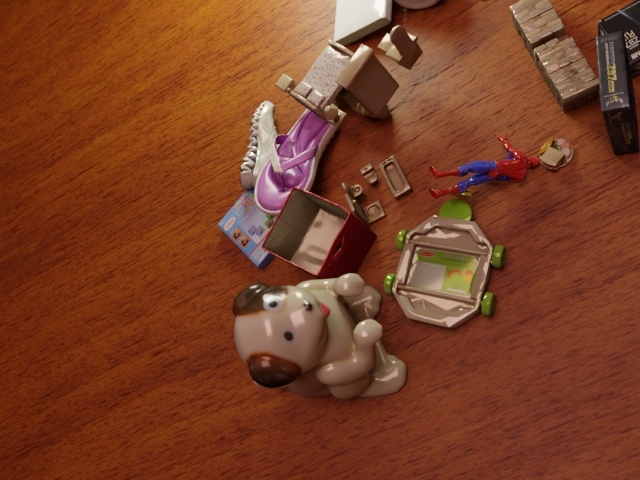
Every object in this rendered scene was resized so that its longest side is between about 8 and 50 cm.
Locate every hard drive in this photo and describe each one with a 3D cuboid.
[{"bbox_3d":[0.132,-0.758,1.843,0.203,0.040,0.308,-12,67,43],"label":"hard drive"}]

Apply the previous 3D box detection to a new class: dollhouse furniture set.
[{"bbox_3d":[0.038,-0.501,1.655,0.355,0.174,0.303,40,96,34],"label":"dollhouse furniture set"},{"bbox_3d":[0.144,-0.148,1.610,0.151,0.123,0.144,-30,62,15],"label":"dollhouse furniture set"}]

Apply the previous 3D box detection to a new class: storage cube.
[{"bbox_3d":[0.000,0.000,1.591,0.215,0.193,0.184,25,85,32],"label":"storage cube"}]

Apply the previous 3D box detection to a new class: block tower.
[{"bbox_3d":[0.582,-0.476,1.527,0.091,0.097,0.335,-25,62,17],"label":"block tower"}]

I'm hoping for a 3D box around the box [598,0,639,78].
[{"bbox_3d":[0.779,-0.494,1.443,0.180,0.077,0.147,-27,64,16],"label":"box"}]

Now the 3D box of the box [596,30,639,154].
[{"bbox_3d":[0.660,-0.319,1.351,0.059,0.232,0.183,-6,70,31],"label":"box"}]

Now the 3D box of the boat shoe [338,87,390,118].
[{"bbox_3d":[0.097,-0.443,1.768,0.104,0.089,0.285,-47,55,22],"label":"boat shoe"}]

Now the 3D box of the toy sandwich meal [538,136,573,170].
[{"bbox_3d":[0.569,-0.212,1.477,0.085,0.029,0.086,-9,69,24],"label":"toy sandwich meal"}]

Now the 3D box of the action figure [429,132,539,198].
[{"bbox_3d":[0.392,-0.185,1.499,0.280,0.091,0.139,-10,33,-9],"label":"action figure"}]

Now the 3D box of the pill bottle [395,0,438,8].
[{"bbox_3d":[0.283,-0.821,1.756,0.153,0.153,0.265,-4,72,25],"label":"pill bottle"}]

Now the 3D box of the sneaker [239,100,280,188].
[{"bbox_3d":[-0.160,-0.282,1.832,0.118,0.110,0.292,7,70,4],"label":"sneaker"}]

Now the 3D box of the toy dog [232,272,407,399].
[{"bbox_3d":[-0.038,0.218,1.409,0.395,0.408,0.285,-18,65,20],"label":"toy dog"}]

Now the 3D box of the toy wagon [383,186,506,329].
[{"bbox_3d":[0.314,0.039,1.496,0.267,0.068,0.344,10,77,28],"label":"toy wagon"}]

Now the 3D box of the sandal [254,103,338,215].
[{"bbox_3d":[-0.078,-0.252,1.706,0.169,0.102,0.416,8,57,27],"label":"sandal"}]

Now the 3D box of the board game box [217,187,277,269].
[{"bbox_3d":[-0.188,-0.041,1.787,0.160,0.039,0.211,-49,60,3],"label":"board game box"}]
